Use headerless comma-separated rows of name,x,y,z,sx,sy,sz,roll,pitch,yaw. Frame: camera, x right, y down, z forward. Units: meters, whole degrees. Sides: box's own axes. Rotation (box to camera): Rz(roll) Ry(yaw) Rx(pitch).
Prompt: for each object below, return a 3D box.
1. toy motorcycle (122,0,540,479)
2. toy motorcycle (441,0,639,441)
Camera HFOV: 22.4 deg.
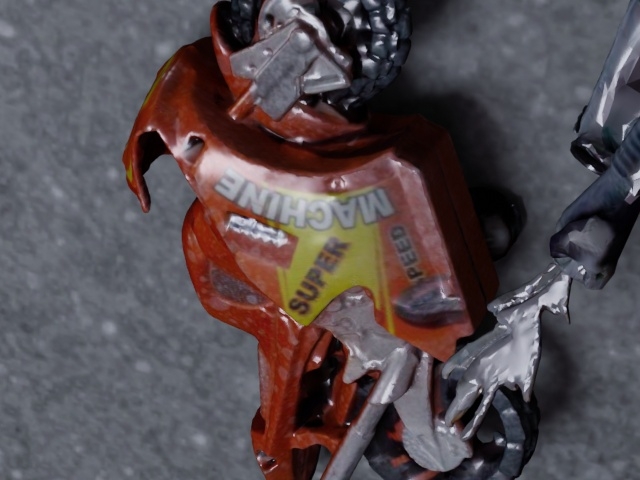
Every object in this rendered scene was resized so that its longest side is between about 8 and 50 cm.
toy motorcycle,0.001,0.000,0.766,0.171,0.089,0.298,-10,114,22
toy motorcycle,0.187,-0.070,0.652,0.207,0.134,0.401,36,119,-4
